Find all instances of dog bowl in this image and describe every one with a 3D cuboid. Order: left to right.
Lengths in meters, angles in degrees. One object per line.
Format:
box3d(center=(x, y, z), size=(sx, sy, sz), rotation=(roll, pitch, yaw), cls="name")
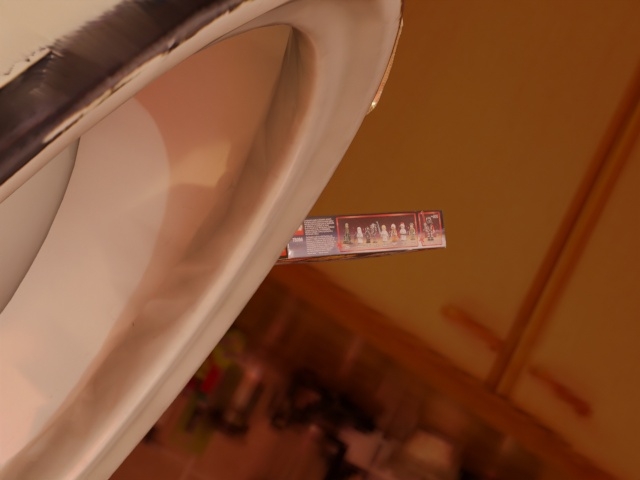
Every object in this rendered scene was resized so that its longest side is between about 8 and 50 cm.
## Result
box3d(center=(-0.158, 0.029, 0.485), size=(0.150, 0.408, 0.408), rotation=(40, 168, 7), cls="dog bowl")

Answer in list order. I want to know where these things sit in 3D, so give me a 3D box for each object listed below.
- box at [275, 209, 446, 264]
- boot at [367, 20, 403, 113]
box3d(center=(0.000, 0.000, 1.013), size=(0.137, 0.027, 0.094), rotation=(-4, 176, -41), cls="box")
box3d(center=(-0.017, -0.254, 1.405), size=(0.203, 0.095, 0.262), rotation=(33, 132, 39), cls="boot")
